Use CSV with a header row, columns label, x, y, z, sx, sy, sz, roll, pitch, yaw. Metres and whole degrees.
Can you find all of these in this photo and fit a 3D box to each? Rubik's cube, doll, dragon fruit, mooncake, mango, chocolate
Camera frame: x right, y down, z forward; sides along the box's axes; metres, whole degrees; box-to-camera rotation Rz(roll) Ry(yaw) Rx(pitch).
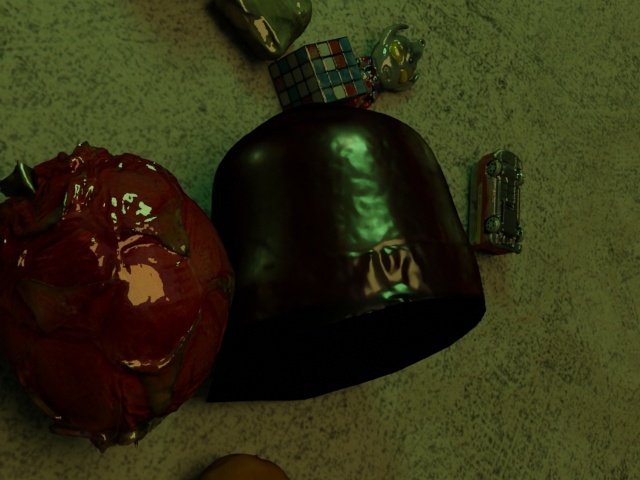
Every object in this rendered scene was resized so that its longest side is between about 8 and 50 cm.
label,x,y,z,sx,sy,sz,roll,pitch,yaw
Rubik's cube,-0.004,-0.238,1.594,0.092,0.092,0.092,-21,92,-41
doll,0.103,-0.276,1.715,0.194,0.062,0.104,-37,102,-32
dragon fruit,-0.237,0.057,1.204,0.277,0.277,0.343,-33,96,-40
mooncake,-0.082,-0.332,1.568,0.130,0.073,0.125,52,55,-14
mango,-0.086,0.374,1.352,0.151,0.120,0.221,-23,100,-37
chocolate,0.000,0.000,1.399,0.383,0.383,0.331,-3,66,-40

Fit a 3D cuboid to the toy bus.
label,x,y,z,sx,sy,sz,roll,pitch,yaw
toy bus,0.291,-0.061,1.800,0.079,0.077,0.174,17,68,-35
